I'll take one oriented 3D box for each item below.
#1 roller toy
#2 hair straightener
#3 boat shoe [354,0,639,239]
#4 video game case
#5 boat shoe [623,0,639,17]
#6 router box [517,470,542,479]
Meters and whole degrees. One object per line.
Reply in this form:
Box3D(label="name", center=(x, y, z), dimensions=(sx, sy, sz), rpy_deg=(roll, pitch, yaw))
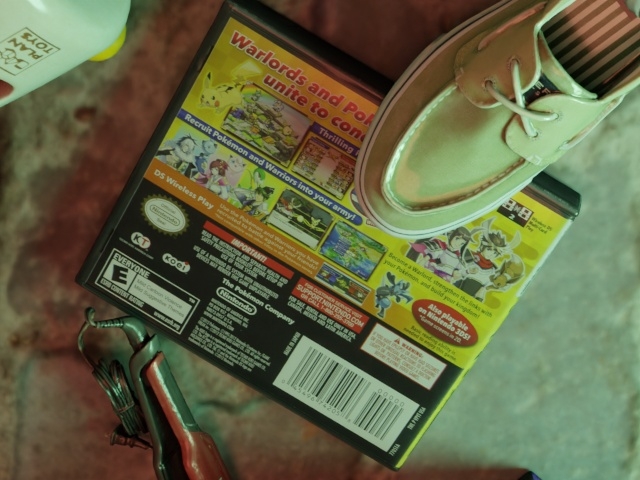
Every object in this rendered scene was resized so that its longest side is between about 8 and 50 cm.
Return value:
Box3D(label="roller toy", center=(-0.213, -0.182, 1.009), dimensions=(0.146, 0.191, 0.209), rpy_deg=(-25, 106, 20))
Box3D(label="hair straightener", center=(-0.132, 0.143, 1.205), dimensions=(0.089, 0.047, 0.230), rpy_deg=(-8, 122, 30))
Box3D(label="boat shoe", center=(0.137, -0.109, 1.000), dimensions=(0.302, 0.094, 0.109), rpy_deg=(-42, 95, 15))
Box3D(label="video game case", center=(0.000, 0.000, 1.132), dimensions=(0.275, 0.035, 0.248), rpy_deg=(31, 116, -2))
Box3D(label="boat shoe", center=(0.328, -0.148, 0.865), dimensions=(0.335, 0.121, 0.119), rpy_deg=(-13, 78, -7))
Box3D(label="router box", center=(0.060, 0.335, 1.152), dimensions=(0.081, 0.243, 0.309), rpy_deg=(42, 114, -8))
